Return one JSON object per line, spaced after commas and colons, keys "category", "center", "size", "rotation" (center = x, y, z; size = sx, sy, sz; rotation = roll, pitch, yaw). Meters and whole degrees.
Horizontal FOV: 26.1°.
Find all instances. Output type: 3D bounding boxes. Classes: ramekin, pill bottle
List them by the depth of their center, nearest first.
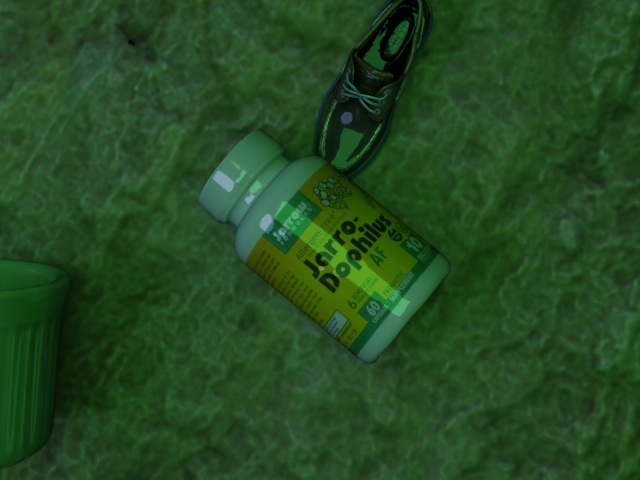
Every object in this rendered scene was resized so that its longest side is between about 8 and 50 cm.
{"category": "ramekin", "center": [-0.359, 0.100, 1.140], "size": [0.303, 0.303, 0.148], "rotation": [2, 95, 4]}
{"category": "pill bottle", "center": [0.000, 0.000, 1.202], "size": [0.208, 0.117, 0.117], "rotation": [40, 91, 5]}

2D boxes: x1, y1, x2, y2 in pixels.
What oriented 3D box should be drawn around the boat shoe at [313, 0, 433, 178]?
{"category": "boat shoe", "center": [0.042, -0.142, 1.230], "size": [0.066, 0.066, 0.183], "rotation": [23, 89, 5]}
